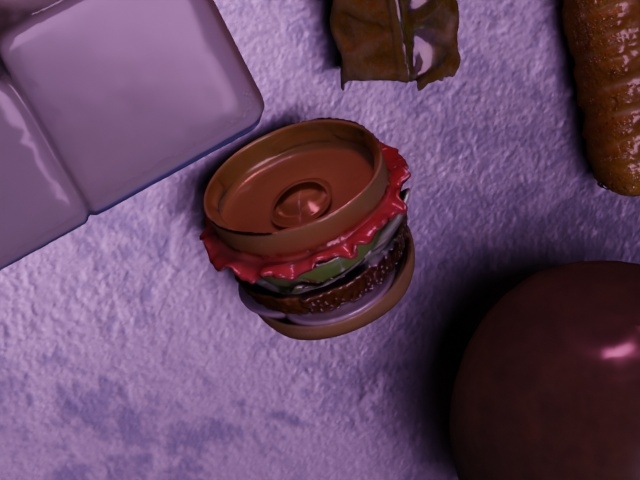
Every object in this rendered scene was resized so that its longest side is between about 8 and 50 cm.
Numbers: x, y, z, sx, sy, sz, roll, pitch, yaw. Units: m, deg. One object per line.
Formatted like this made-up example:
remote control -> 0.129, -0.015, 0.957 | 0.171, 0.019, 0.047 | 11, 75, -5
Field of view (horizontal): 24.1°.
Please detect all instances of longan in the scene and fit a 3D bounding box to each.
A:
longan -> 0.245, 0.165, 1.243 | 0.297, 0.297, 0.297 | -7, 108, -22

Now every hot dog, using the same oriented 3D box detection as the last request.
hot dog -> 0.240, -0.174, 1.259 | 0.068, 0.083, 0.289 | -10, 110, -1

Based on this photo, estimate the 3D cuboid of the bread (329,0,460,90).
bread -> 0.048, -0.249, 1.144 | 0.087, 0.098, 0.269 | -41, 128, -57

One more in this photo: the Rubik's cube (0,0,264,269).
Rubik's cube -> -0.284, -0.172, 0.862 | 0.344, 0.346, 0.347 | -30, 116, -6

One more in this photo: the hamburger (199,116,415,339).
hamburger -> -0.003, 0.000, 1.161 | 0.175, 0.175, 0.137 | -31, 127, -13
